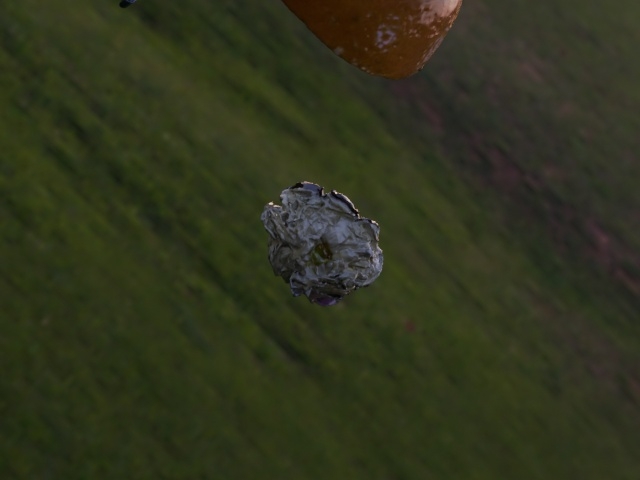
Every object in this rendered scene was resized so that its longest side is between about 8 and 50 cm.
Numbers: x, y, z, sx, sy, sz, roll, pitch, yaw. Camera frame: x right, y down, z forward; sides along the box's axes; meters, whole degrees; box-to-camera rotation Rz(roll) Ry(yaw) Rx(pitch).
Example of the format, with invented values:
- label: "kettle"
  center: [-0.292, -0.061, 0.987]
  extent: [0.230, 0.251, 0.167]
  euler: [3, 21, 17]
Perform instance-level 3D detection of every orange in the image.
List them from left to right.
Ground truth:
- label: "orange"
  center: [0.007, -0.325, 1.912]
  extent: [0.310, 0.274, 0.274]
  euler: [23, 17, 9]

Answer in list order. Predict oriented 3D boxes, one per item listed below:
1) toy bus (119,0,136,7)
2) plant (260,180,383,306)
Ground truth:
- label: "toy bus"
  center: [-0.228, -0.416, 2.100]
  extent: [0.133, 0.164, 0.276]
  euler: [-42, 102, -33]
- label: "plant"
  center: [0.000, 0.000, 1.764]
  extent: [0.116, 0.104, 0.122]
  euler: [61, -1, -4]
